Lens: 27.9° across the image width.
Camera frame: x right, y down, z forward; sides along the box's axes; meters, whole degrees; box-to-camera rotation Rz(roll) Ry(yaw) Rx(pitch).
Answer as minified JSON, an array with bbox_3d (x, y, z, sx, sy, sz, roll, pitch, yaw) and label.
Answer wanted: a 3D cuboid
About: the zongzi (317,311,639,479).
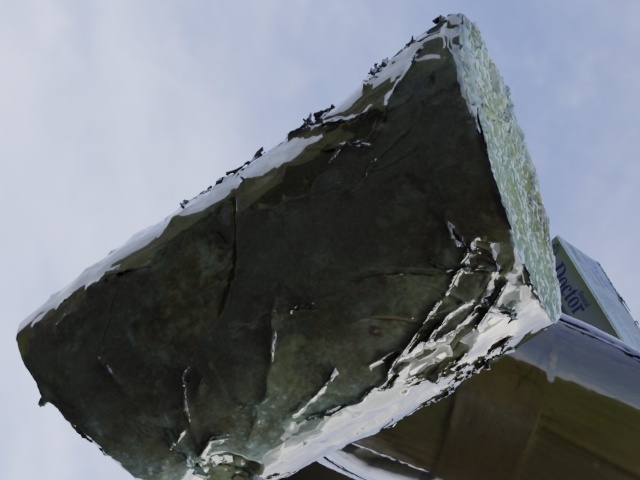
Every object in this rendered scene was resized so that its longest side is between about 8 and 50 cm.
[{"bbox_3d":[0.081,0.103,0.772,0.289,0.260,0.123,130,-20,-76],"label":"zongzi"}]

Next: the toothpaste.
[{"bbox_3d":[0.189,0.059,0.858,0.034,0.046,0.164,-48,-150,19],"label":"toothpaste"}]

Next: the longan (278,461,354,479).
[{"bbox_3d":[0.014,0.169,1.147,0.248,0.248,0.248,11,-76,48],"label":"longan"}]

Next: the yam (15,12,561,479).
[{"bbox_3d":[-0.003,0.017,0.427,0.183,0.107,0.107,-31,-111,11],"label":"yam"}]
